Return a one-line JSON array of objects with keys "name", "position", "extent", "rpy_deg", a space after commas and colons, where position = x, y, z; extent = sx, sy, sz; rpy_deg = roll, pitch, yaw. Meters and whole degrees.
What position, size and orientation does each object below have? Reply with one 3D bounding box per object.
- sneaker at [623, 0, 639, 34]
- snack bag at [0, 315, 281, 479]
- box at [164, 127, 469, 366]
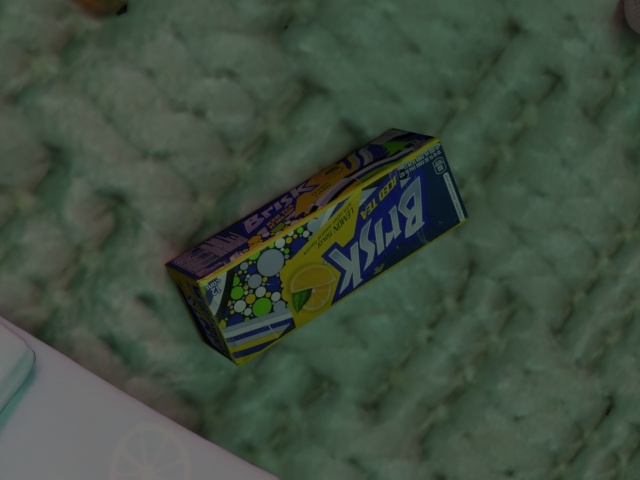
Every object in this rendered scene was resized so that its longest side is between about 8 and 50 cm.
[{"name": "sneaker", "position": [0.336, -0.234, 0.800], "extent": [0.169, 0.108, 0.292], "rpy_deg": [25, 99, -33]}, {"name": "snack bag", "position": [-0.204, 0.174, 0.528], "extent": [0.342, 0.037, 0.323], "rpy_deg": [35, 61, -18]}, {"name": "box", "position": [0.000, 0.000, 0.691], "extent": [0.169, 0.054, 0.059], "rpy_deg": [-31, 114, -19]}]
